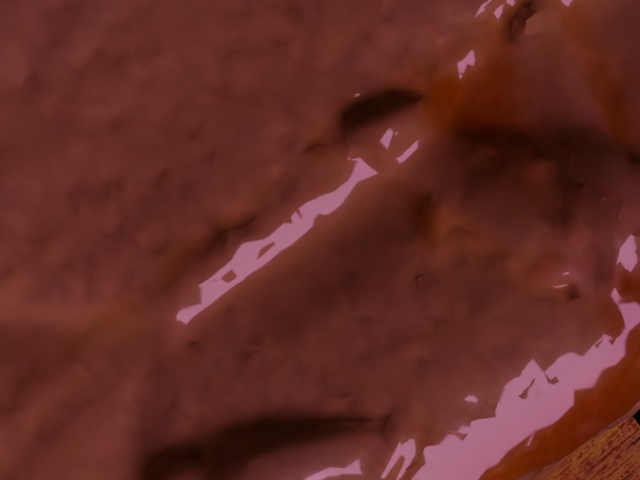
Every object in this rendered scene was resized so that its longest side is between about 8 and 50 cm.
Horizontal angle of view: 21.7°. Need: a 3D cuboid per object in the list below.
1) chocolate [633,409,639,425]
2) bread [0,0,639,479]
[{"bbox_3d":[0.341,-0.008,0.926,0.297,0.326,0.314,16,110,-24],"label":"chocolate"},{"bbox_3d":[0.000,0.000,0.697,0.390,0.279,0.371,-40,174,-2],"label":"bread"}]
